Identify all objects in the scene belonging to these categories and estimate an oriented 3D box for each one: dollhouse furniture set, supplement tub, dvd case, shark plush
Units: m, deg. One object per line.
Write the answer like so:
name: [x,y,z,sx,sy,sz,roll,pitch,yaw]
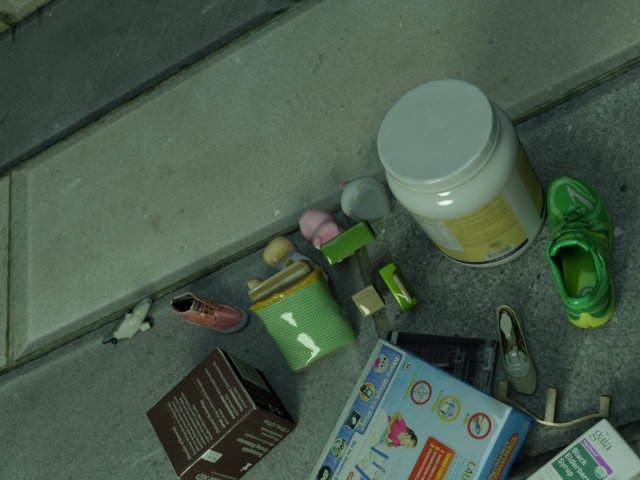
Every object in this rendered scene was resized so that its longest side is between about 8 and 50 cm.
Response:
dollhouse furniture set: [0.012,0.119,1.489,0.301,0.151,0.198,-32,90,8]
supplement tub: [0.260,-0.116,1.409,0.240,0.331,0.241,-13,59,23]
dvd case: [0.213,0.257,1.439,0.221,0.018,0.165,1,67,30]
shark plush: [-0.457,0.203,1.850,0.161,0.073,0.067,-50,29,24]

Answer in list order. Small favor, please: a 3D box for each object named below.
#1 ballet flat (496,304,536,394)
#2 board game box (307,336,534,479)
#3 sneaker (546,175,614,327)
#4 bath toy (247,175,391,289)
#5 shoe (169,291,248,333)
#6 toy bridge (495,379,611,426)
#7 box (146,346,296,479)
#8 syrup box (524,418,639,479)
ballet flat: [0.341,0.193,1.377,0.057,0.052,0.168,-21,57,20]
board game box: [0.159,0.365,1.321,0.302,0.086,0.308,24,85,46]
sneaker: [0.458,0.003,1.365,0.109,0.123,0.296,-15,58,23]
bath toy: [0.000,0.000,1.637,0.151,0.129,0.348,43,93,-6]
shoe: [-0.250,0.160,1.715,0.177,0.081,0.064,5,68,32]
toy bridge: [0.390,0.280,1.310,0.188,0.026,0.063,4,87,24]
box: [-0.194,0.354,1.526,0.203,0.168,0.167,-43,53,4]
syrup box: [0.392,0.395,1.215,0.237,0.096,0.093,-41,52,7]
